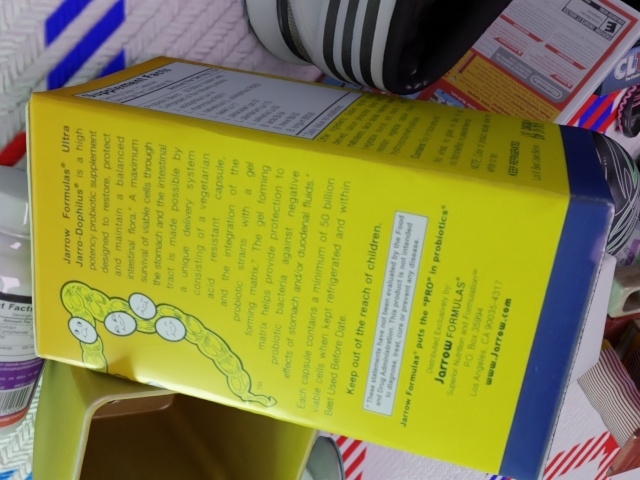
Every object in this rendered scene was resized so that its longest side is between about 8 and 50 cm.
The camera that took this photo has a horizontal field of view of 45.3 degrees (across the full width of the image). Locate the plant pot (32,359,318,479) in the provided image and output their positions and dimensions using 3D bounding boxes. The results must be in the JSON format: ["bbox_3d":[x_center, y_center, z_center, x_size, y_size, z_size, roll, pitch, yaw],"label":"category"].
[{"bbox_3d":[-0.146,0.155,0.674,0.212,0.187,0.212,0,118,-37],"label":"plant pot"}]

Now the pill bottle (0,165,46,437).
[{"bbox_3d":[-0.253,0.046,0.590,0.108,0.108,0.194,13,106,-40],"label":"pill bottle"}]

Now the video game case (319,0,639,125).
[{"bbox_3d":[0.129,-0.149,0.712,0.285,0.204,0.025,-49,164,-3],"label":"video game case"}]

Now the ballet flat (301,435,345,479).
[{"bbox_3d":[-0.008,0.341,0.968,0.068,0.072,0.213,-16,124,-24],"label":"ballet flat"}]

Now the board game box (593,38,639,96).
[{"bbox_3d":[0.321,-0.223,0.827,0.243,0.165,0.042,-21,126,-27],"label":"board game box"}]

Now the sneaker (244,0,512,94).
[{"bbox_3d":[0.081,-0.318,0.530,0.169,0.257,0.448,-9,120,-33],"label":"sneaker"}]

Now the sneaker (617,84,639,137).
[{"bbox_3d":[0.435,-0.188,1.007,0.047,0.057,0.119,1,115,-39],"label":"sneaker"}]

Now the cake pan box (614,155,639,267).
[{"bbox_3d":[0.520,-0.033,1.153,0.246,0.070,0.267,-54,133,-2],"label":"cake pan box"}]

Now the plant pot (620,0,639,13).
[{"bbox_3d":[0.293,-0.335,0.745,0.167,0.188,0.188,-31,130,-36],"label":"plant pot"}]

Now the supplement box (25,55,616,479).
[{"bbox_3d":[0.000,0.000,0.557,0.194,0.356,0.195,-53,153,-65],"label":"supplement box"}]

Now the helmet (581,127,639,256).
[{"bbox_3d":[0.295,-0.048,0.909,0.169,0.161,0.170,-18,124,-28],"label":"helmet"}]

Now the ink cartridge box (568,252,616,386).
[{"bbox_3d":[0.154,0.055,0.802,0.168,0.232,0.171,-31,137,-19],"label":"ink cartridge box"}]

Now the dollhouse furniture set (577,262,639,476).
[{"bbox_3d":[0.456,0.122,1.024,0.152,0.201,0.374,-10,136,-14],"label":"dollhouse furniture set"}]
